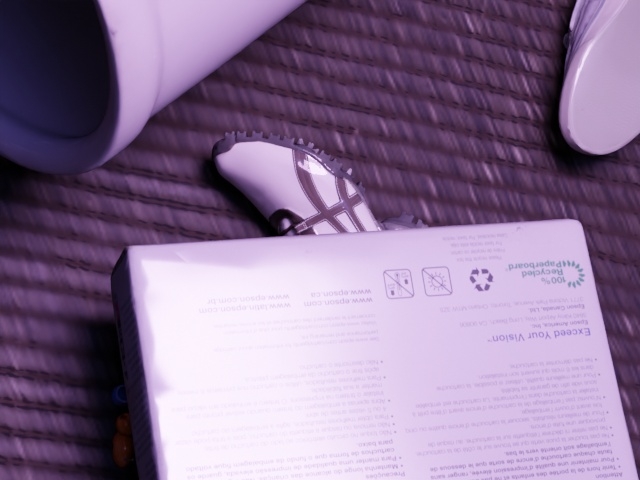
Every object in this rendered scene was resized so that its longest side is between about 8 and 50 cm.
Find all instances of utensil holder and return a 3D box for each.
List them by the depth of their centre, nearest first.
[{"bbox_3d":[-0.104,-0.281,1.233,0.385,0.327,0.327,-40,90,-28],"label":"utensil holder"}]

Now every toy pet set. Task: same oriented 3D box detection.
[{"bbox_3d":[-0.072,0.147,1.251,0.122,0.065,0.114,4,72,-20],"label":"toy pet set"}]

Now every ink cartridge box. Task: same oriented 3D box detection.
[{"bbox_3d":[0.047,0.154,1.216,0.324,0.071,0.330,-3,71,-20],"label":"ink cartridge box"}]

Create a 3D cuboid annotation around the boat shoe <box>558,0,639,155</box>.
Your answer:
[{"bbox_3d":[0.233,-0.165,1.463,0.079,0.081,0.227,28,75,-20],"label":"boat shoe"}]

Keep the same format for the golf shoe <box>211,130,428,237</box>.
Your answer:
[{"bbox_3d":[0.000,0.000,1.321,0.198,0.077,0.094,33,65,-8],"label":"golf shoe"}]
